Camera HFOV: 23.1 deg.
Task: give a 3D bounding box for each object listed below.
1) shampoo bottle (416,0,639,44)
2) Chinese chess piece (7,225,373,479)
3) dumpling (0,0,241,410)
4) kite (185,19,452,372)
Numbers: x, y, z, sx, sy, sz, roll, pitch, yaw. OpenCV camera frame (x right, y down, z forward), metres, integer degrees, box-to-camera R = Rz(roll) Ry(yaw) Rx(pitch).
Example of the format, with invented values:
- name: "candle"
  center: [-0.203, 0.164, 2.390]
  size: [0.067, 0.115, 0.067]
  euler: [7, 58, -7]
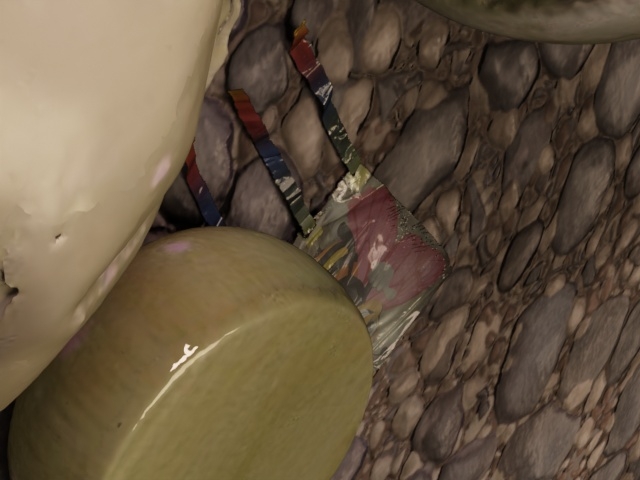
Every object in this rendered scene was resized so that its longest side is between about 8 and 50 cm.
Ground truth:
- name: "shampoo bottle"
  center: [0.144, -0.262, 0.821]
  size: [0.317, 0.322, 0.323]
  euler: [0, 115, -61]
- name: "Chinese chess piece"
  center: [-0.080, 0.111, 0.993]
  size: [0.250, 0.101, 0.250]
  euler: [-32, 141, -31]
- name: "dumpling"
  center: [-0.139, -0.045, 0.705]
  size: [0.315, 0.233, 0.395]
  euler: [-21, 145, -48]
- name: "kite"
  center: [-0.003, -0.002, 1.104]
  size: [0.204, 0.022, 0.360]
  euler: [-44, 145, -18]
